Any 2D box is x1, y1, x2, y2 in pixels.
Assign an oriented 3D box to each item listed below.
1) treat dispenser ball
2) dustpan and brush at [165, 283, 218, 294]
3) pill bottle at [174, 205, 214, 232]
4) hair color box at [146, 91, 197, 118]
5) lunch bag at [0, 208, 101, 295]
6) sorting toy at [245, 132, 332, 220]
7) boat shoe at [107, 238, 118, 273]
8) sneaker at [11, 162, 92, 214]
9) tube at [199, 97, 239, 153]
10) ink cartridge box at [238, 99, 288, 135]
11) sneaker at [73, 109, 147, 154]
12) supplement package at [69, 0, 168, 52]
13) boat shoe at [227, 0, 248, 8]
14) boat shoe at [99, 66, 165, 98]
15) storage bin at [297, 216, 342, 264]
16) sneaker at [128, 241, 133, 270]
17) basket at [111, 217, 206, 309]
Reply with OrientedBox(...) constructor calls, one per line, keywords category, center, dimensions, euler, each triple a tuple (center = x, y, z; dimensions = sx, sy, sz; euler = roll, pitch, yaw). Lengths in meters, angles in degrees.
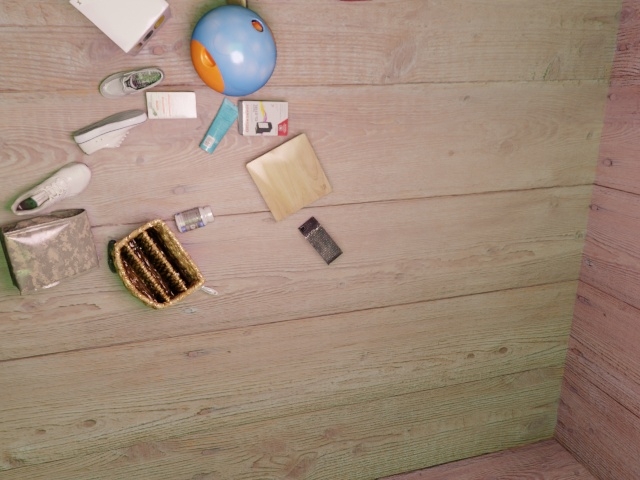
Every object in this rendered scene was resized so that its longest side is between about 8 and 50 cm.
OrientedBox(category="treat dispenser ball", center=(-0.290, -0.634, 1.625), dimensions=(0.288, 0.288, 0.288), euler=(-5, 109, -14))
OrientedBox(category="dustpan and brush", center=(-0.513, 0.170, 1.945), dimensions=(0.211, 0.060, 0.147), euler=(23, 100, -21))
OrientedBox(category="pill bottle", center=(-0.483, -0.084, 1.862), dimensions=(0.137, 0.078, 0.078), euler=(-18, 111, -9))
OrientedBox(category="hair color box", center=(-0.532, -0.486, 1.732), dimensions=(0.167, 0.053, 0.093), euler=(-4, 110, -16))
OrientedBox(category="lunch bag", center=(-0.949, 0.027, 1.714), dimensions=(0.287, 0.169, 0.235), euler=(-19, 115, -37))
OrientedBox(category="sorting toy", center=(-0.127, -0.253, 1.902), dimensions=(0.255, 0.089, 0.257), euler=(-30, 113, -5))
OrientedBox(category="boat shoe", center=(-0.791, 0.064, 1.843), dimensions=(0.049, 0.040, 0.142), euler=(-3, 108, -15))
OrientedBox(category="sneaker", center=(-0.932, -0.166, 1.682), dimensions=(0.297, 0.129, 0.111), euler=(-35, 111, -4))
OrientedBox(category="tube", center=(-0.376, -0.422, 1.802), dimensions=(0.080, 0.052, 0.207), euler=(32, 91, -35))
OrientedBox(category="ink cartridge box", center=(-0.215, -0.458, 1.811), dimensions=(0.175, 0.072, 0.127), euler=(-5, 110, -21))
OrientedBox(category="sneaker", center=(-0.727, -0.381, 1.703), dimensions=(0.258, 0.094, 0.091), euler=(-21, 130, -4))
OrientedBox(category="supplement package", center=(-0.613, -0.727, 1.517), dimensions=(0.198, 0.263, 0.199), euler=(42, 93, -23))
OrientedBox(category="boat shoe", center=(-0.290, -0.925, 1.636), dimensions=(0.092, 0.102, 0.285), euler=(-34, 118, -39))
OrientedBox(category="boat shoe", center=(-0.649, -0.548, 1.663), dimensions=(0.227, 0.081, 0.079), euler=(-20, 112, -9))
OrientedBox(category="storage bin", center=(0.000, 0.000, 2.001), dimensions=(0.084, 0.122, 0.180), euler=(-40, 113, 0))
OrientedBox(category="sneaker", center=(-0.728, 0.083, 1.843), dimensions=(0.058, 0.084, 0.152), euler=(3, 106, -16))
OrientedBox(category="basket", center=(-0.605, 0.099, 1.752), dimensions=(0.213, 0.223, 0.299), euler=(-39, 103, -31))
